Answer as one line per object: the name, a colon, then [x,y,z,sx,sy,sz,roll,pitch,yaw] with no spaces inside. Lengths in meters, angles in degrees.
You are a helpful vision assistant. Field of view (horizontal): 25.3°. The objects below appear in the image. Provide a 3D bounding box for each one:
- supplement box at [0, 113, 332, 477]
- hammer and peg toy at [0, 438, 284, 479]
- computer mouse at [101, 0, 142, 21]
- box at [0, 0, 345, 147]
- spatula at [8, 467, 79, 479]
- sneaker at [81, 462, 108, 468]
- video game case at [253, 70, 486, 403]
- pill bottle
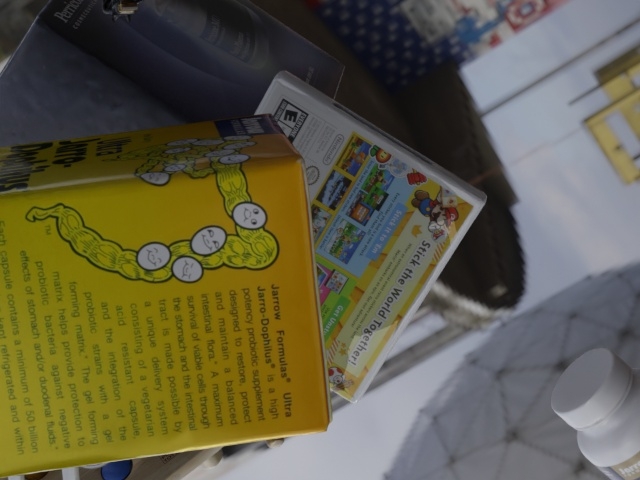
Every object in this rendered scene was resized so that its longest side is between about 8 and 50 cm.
supplement box: [-0.186,0.037,1.009,0.194,0.357,0.195,-121,24,-74]
hammer and peg toy: [-0.222,0.194,1.671,0.266,0.361,0.127,46,169,39]
computer mouse: [-0.101,-0.249,1.135,0.042,0.193,0.106,48,175,-8]
box: [-0.156,-0.138,1.428,0.294,0.182,0.296,32,-150,-11]
spatula: [-0.250,0.243,1.212,0.019,0.168,0.242,-2,-93,-59]
sneaker: [-0.266,0.094,1.550,0.161,0.102,0.282,87,168,-68]
video game case: [0.000,0.000,1.236,0.206,0.227,0.026,32,-158,4]
pill bottle: [0.275,0.167,1.190,0.169,0.094,0.094,40,-159,-16]
